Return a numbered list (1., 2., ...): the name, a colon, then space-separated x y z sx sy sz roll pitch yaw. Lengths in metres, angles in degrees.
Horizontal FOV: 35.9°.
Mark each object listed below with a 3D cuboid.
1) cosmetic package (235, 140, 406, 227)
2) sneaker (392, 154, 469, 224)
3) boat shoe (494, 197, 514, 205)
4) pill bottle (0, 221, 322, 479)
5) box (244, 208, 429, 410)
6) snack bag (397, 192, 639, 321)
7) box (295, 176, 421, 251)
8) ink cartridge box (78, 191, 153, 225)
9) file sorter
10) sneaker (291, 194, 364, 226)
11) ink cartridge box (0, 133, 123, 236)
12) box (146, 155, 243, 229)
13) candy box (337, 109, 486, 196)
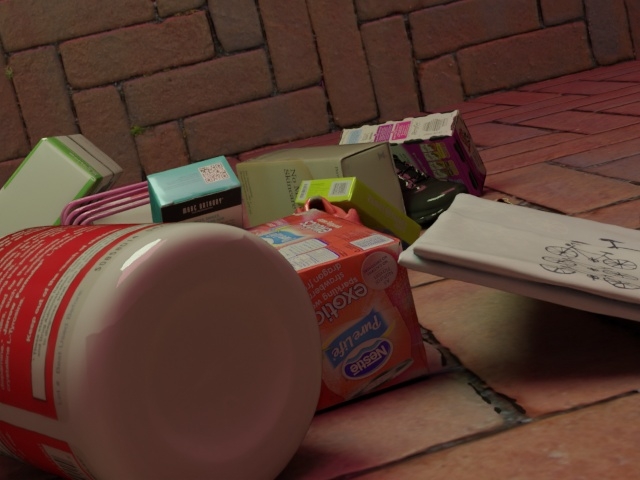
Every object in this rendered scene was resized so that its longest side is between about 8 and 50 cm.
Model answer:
1. cosmetic package: -0.004 -0.075 1.686 0.113 0.160 0.309 -22 14 -33
2. sneaker: 0.126 -0.091 1.690 0.286 0.130 0.109 0 15 44
3. boat shoe: 0.279 -0.043 1.509 0.049 0.043 0.137 -12 10 15
4. pill bottle: -0.209 0.099 0.898 0.229 0.229 0.407 -23 15 -40
5. box: -0.019 0.065 1.064 0.154 0.142 0.300 -16 12 -15
6. snack bag: 0.269 0.011 1.000 0.323 0.037 0.342 12 15 15
7. box: 0.062 -0.031 1.419 0.109 0.042 0.178 -1 -26 45
8. ink cartridge box: -0.343 -0.006 1.737 0.158 0.092 0.218 -19 -5 -27
9. file sorter: -0.271 0.016 1.479 0.202 0.182 0.290 -17 12 -17
10. sneaker: 0.001 0.000 1.373 0.116 0.136 0.314 -16 12 -22
11. ink cartridge box: -0.462 -0.073 1.709 0.198 0.114 0.273 -51 5 5
12. box: -0.150 0.015 1.230 0.100 0.244 0.060 -16 48 -18
13. candy box: 0.165 -0.143 1.800 0.233 0.159 0.071 -6 46 29
